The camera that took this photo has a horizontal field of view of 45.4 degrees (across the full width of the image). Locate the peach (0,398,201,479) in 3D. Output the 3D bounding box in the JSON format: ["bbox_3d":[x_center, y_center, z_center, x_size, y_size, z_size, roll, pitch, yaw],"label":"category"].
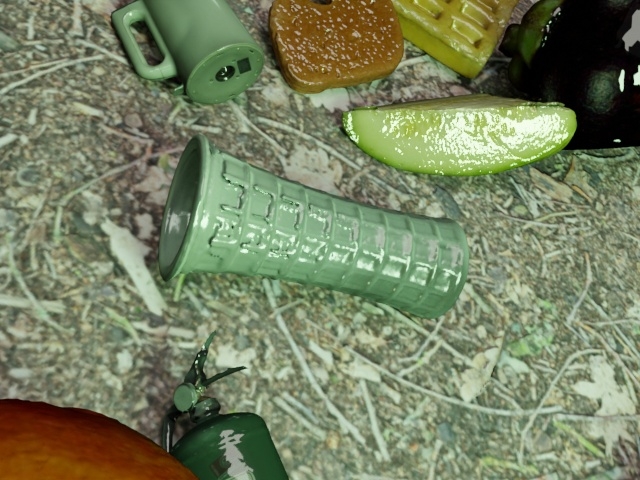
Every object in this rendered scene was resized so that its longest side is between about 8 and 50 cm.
[{"bbox_3d":[-0.192,0.259,0.411,0.290,0.373,0.372,51,43,-32],"label":"peach"}]

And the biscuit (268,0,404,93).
[{"bbox_3d":[0.014,-0.288,1.009,0.192,0.036,0.186,-18,82,-26],"label":"biscuit"}]

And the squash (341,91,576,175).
[{"bbox_3d":[0.169,-0.126,0.958,0.252,0.093,0.169,-13,21,-33],"label":"squash"}]

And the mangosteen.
[{"bbox_3d":[0.390,-0.239,1.070,0.288,0.288,0.233,-12,101,-32],"label":"mangosteen"}]

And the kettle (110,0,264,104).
[{"bbox_3d":[-0.151,-0.237,0.893,0.148,0.127,0.098,58,22,19],"label":"kettle"}]

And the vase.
[{"bbox_3d":[0.000,0.000,0.777,0.299,0.143,0.143,13,54,-21],"label":"vase"}]

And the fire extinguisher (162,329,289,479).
[{"bbox_3d":[-0.064,0.223,0.624,0.093,0.118,0.294,17,43,-62],"label":"fire extinguisher"}]

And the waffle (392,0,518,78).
[{"bbox_3d":[0.181,-0.372,1.160,0.221,0.055,0.248,35,50,-2],"label":"waffle"}]
